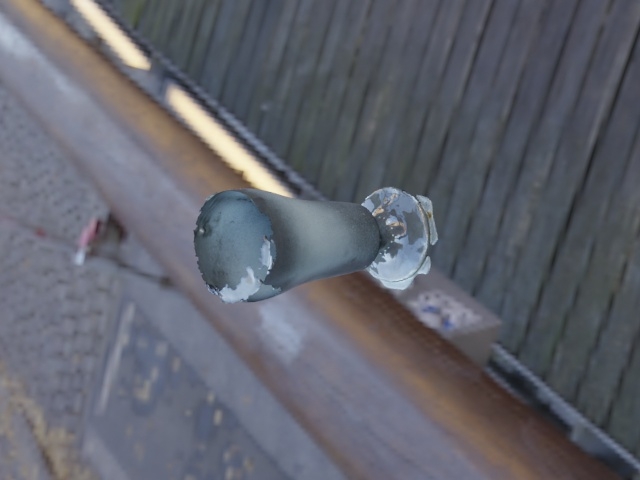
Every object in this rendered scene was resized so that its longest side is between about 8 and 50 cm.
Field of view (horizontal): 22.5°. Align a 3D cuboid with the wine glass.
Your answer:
[{"bbox_3d":[0.000,0.000,0.992,0.072,0.155,0.072,3,94,42],"label":"wine glass"}]
